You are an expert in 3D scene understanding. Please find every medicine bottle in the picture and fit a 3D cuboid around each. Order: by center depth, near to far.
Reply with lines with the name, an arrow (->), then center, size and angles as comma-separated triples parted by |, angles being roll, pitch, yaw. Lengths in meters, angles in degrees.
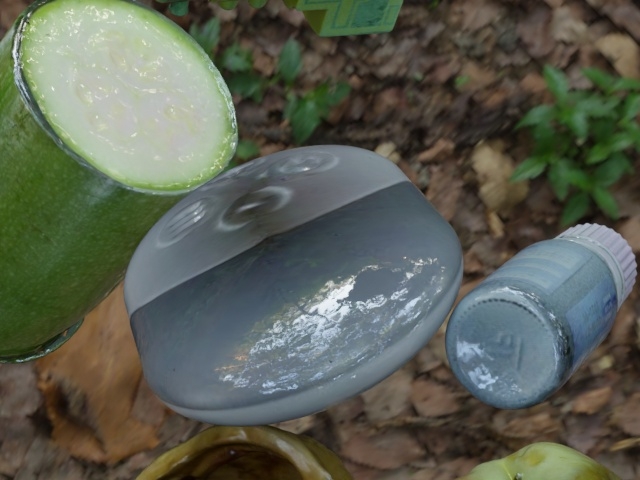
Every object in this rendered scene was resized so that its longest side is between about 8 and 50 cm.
medicine bottle -> 0.154, 0.042, 1.005 | 0.083, 0.083, 0.203 | 55, 31, 4

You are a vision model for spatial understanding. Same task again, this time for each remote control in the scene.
remote control -> -0.025, 0.022, 1.032 | 0.221, 0.332, 0.103 | -27, 115, -3

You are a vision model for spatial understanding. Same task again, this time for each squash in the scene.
squash -> -0.288, -0.060, 1.640 | 0.263, 0.384, 0.263 | 20, 49, -25

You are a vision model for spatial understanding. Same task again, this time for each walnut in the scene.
walnut -> -0.041, 0.205, 1.021 | 0.087, 0.211, 0.167 | -9, 64, -57

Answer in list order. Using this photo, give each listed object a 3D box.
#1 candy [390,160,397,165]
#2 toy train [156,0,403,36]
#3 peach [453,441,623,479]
candy -> 0.000, 0.000, 2.045 | 0.292, 0.059, 0.086 | -44, 121, 12
toy train -> -0.060, -0.353, 1.831 | 0.369, 0.237, 0.150 | -7, 52, -23
peach -> 0.211, 0.307, 1.382 | 0.214, 0.214, 0.235 | -40, 121, -20
